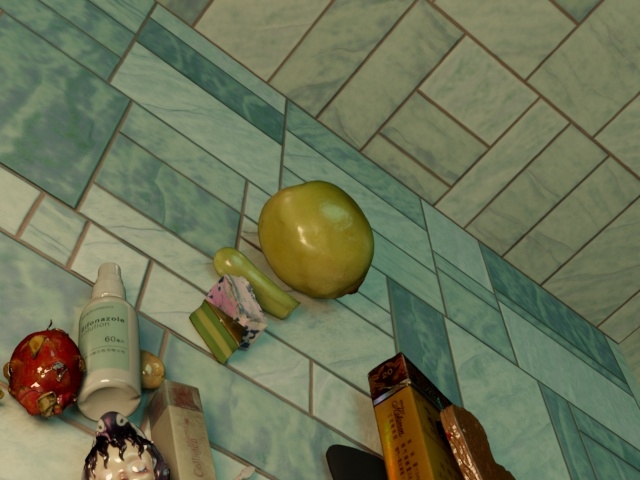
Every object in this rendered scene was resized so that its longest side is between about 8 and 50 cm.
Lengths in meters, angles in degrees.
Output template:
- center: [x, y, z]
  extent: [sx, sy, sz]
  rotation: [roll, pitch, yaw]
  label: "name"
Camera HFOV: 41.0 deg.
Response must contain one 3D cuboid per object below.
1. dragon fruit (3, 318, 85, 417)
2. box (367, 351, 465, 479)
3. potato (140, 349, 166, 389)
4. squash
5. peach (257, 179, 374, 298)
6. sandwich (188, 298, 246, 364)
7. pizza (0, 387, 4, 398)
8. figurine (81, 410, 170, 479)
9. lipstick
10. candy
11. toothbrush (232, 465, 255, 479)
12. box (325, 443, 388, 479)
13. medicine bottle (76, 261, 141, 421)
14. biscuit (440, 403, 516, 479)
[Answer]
- center: [-0.460, 0.201, 1.441]
  extent: [0.125, 0.125, 0.246]
  rotation: [20, 13, -17]
  label: "dragon fruit"
- center: [0.247, 0.484, 1.986]
  extent: [0.264, 0.116, 0.415]
  rotation: [45, 20, -28]
  label: "box"
- center: [-0.331, 0.244, 1.624]
  extent: [0.083, 0.062, 0.068]
  rotation: [31, -1, 30]
  label: "potato"
- center: [-0.160, 0.107, 2.099]
  extent: [0.250, 0.083, 0.083]
  rotation: [39, 23, -13]
  label: "squash"
- center: [-0.006, -0.005, 2.286]
  extent: [0.314, 0.281, 0.315]
  rotation: [13, 45, -59]
  label: "peach"
- center: [-0.230, 0.195, 1.840]
  extent: [0.116, 0.074, 0.074]
  rotation: [38, 23, -8]
  label: "sandwich"
- center: [-0.624, 0.196, 1.210]
  extent: [0.365, 0.074, 0.182]
  rotation: [27, 19, -31]
  label: "pizza"
- center: [-0.303, 0.379, 1.355]
  extent: [0.145, 0.145, 0.222]
  rotation: [16, 44, -47]
  label: "figurine"
- center: [-0.228, 0.394, 1.449]
  extent: [0.076, 0.080, 0.371]
  rotation: [22, 24, -29]
  label: "lipstick"
- center: [-0.190, 0.159, 1.946]
  extent: [0.073, 0.092, 0.160]
  rotation: [15, 34, -45]
  label: "candy"
- center: [-0.185, 0.458, 1.518]
  extent: [0.021, 0.027, 0.269]
  rotation: [35, 20, 16]
  label: "toothbrush"
- center: [0.107, 0.537, 1.827]
  extent: [0.212, 0.042, 0.201]
  rotation: [25, 29, -34]
  label: "box"
- center: [-0.391, 0.169, 1.583]
  extent: [0.110, 0.110, 0.352]
  rotation: [28, 27, -31]
  label: "medicine bottle"
- center: [0.373, 0.516, 1.976]
  extent: [0.262, 0.052, 0.277]
  rotation: [24, 39, -59]
  label: "biscuit"
